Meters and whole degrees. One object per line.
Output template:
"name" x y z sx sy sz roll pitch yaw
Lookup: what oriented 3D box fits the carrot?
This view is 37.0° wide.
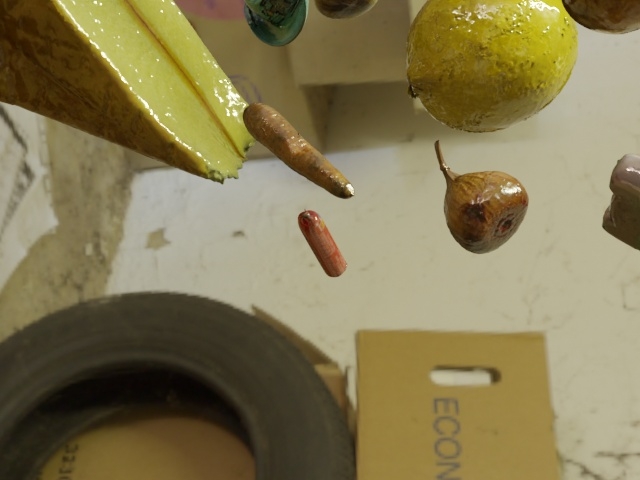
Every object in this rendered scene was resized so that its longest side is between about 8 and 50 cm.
"carrot" -0.022 -0.083 0.910 0.165 0.035 0.036 44 -14 33

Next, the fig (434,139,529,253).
"fig" 0.249 -0.076 1.644 0.201 0.146 0.134 41 -24 26

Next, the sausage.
"sausage" 0.000 0.000 1.242 0.129 0.034 0.034 61 25 -49

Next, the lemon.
"lemon" 0.176 -0.199 1.006 0.173 0.206 0.173 55 -20 31

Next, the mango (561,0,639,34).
"mango" 0.231 -0.207 0.678 0.165 0.089 0.115 -52 -141 47

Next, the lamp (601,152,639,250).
"lamp" 0.641 -0.113 1.607 0.301 0.247 0.247 -43 146 -21

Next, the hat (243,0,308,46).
"hat" -0.075 -0.377 1.402 0.077 0.138 0.191 16 43 -33

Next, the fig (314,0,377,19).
"fig" 0.049 -0.507 1.921 0.135 0.153 0.121 19 74 -37

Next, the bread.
"bread" -0.227 -0.254 1.271 0.233 0.361 0.245 -61 174 -55
